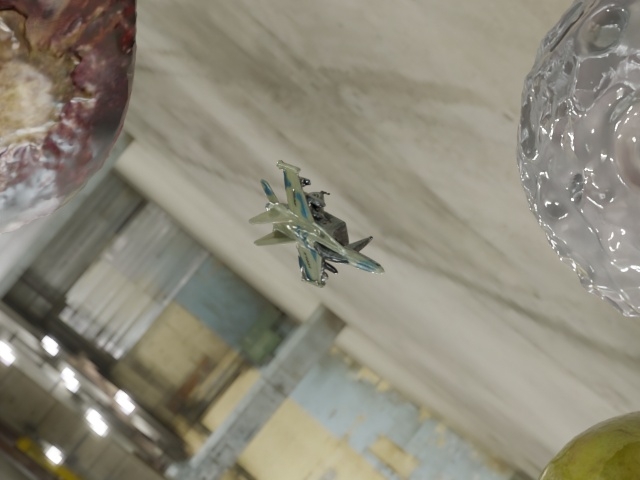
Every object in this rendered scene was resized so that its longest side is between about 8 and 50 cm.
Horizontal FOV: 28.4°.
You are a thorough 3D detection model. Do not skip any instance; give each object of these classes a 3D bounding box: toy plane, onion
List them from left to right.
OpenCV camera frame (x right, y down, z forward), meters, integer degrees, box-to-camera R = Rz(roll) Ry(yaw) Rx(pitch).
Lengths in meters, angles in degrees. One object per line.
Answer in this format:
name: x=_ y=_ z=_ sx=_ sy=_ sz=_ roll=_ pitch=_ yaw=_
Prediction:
onion: x=-0.288 y=-0.154 z=0.832 sx=0.282 sy=0.260 sz=0.336 roll=52 pitch=142 yaw=34
toy plane: x=0.008 y=-0.005 z=1.672 sx=0.262 sy=0.088 sz=0.192 roll=19 pitch=131 yaw=41

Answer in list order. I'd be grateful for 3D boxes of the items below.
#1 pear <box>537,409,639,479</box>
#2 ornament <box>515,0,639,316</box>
pear: x=0.326 y=0.311 z=1.195 sx=0.304 sy=0.304 sz=0.304 roll=39 pitch=175 yaw=4
ornament: x=0.320 y=-0.085 z=1.046 sx=0.337 sy=0.337 sz=0.337 roll=39 pitch=175 yaw=4
